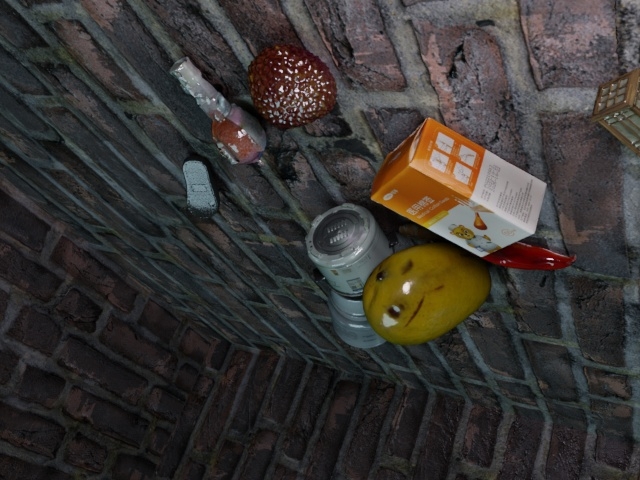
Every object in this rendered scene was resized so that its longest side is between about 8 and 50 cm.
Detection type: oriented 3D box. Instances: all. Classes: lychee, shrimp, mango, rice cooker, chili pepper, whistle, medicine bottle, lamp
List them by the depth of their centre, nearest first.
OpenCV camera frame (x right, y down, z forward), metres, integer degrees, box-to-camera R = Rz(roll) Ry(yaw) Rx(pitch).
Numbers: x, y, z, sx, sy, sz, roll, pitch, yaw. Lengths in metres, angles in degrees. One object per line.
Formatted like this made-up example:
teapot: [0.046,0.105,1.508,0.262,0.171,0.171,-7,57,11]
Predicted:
lamp: [0.639,-0.177,1.184,0.325,0.090,0.089,32,156,-20]
lychee: [-0.065,-0.332,1.378,0.188,0.188,0.188,19,157,8]
whistle: [-0.249,-0.310,1.646,0.346,0.133,0.142,48,-177,-33]
chili pepper: [0.488,0.006,1.743,0.368,0.092,0.137,18,145,-10]
mango: [0.323,0.152,1.861,0.444,0.302,0.220,-2,-156,-32]
shrimp: [0.314,-0.015,1.888,0.180,0.041,0.099,7,156,29]
rice cooker: [0.092,0.032,1.942,0.280,0.241,0.227,-28,135,9]
medicine bottle: [0.148,0.209,2.263,0.244,0.245,0.306,14,147,18]

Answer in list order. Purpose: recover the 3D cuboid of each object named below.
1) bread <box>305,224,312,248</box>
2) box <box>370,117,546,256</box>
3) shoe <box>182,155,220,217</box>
bread: [0.000,0.000,2.145,0.094,0.083,0.157,4,153,31]
box: [0.317,-0.117,1.530,0.341,0.144,0.225,26,157,-11]
shoe: [-0.379,-0.184,2.094,0.108,0.093,0.241,2,132,5]
